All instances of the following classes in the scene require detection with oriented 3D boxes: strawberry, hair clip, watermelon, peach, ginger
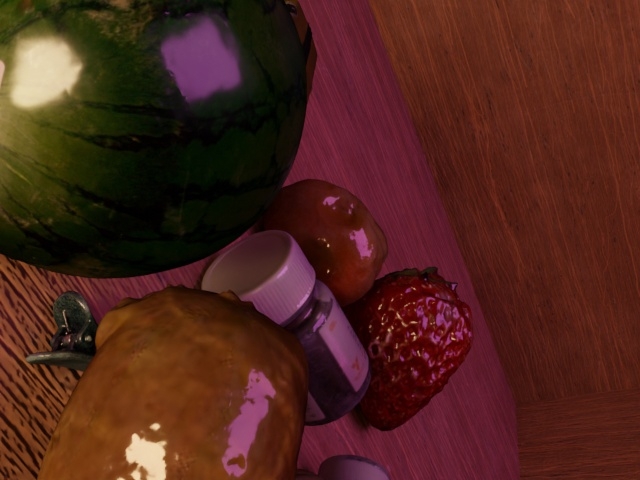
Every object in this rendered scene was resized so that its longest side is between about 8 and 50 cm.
[{"bbox_3d":[0.189,0.212,1.250,0.292,0.292,0.309,0,70,-67],"label":"strawberry"},{"bbox_3d":[-0.202,0.169,0.663,0.083,0.048,0.275,-87,153,-46],"label":"hair clip"},{"bbox_3d":[-0.175,-0.130,0.537,0.363,0.363,0.363,46,36,-49],"label":"watermelon"},{"bbox_3d":[0.000,0.000,1.065,0.235,0.214,0.214,53,26,-6],"label":"peach"},{"bbox_3d":[-0.114,0.158,0.517,0.269,0.200,0.223,-114,-143,-78],"label":"ginger"}]

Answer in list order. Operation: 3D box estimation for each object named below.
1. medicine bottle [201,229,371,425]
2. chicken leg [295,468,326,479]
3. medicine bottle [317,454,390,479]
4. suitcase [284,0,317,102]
[{"bbox_3d":[-0.044,0.133,0.895,0.273,0.165,0.165,62,26,-29],"label":"medicine bottle"},{"bbox_3d":[-0.100,0.346,0.695,0.429,0.153,0.201,29,37,-50],"label":"chicken leg"},{"bbox_3d":[0.037,0.469,0.902,0.143,0.143,0.258,61,26,-30],"label":"medicine bottle"},{"bbox_3d":[-0.109,-0.270,0.964,0.234,0.194,0.143,-81,155,-45],"label":"suitcase"}]
